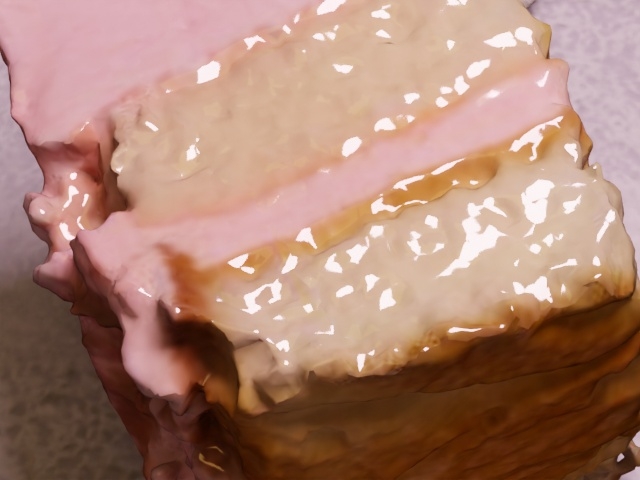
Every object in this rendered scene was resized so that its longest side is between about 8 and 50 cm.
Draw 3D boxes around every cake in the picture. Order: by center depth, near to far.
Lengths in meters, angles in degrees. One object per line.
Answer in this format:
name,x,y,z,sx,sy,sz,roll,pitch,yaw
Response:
cake,0.000,0.000,0.897,0.293,0.314,0.307,-20,62,-7

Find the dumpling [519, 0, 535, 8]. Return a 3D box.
dumpling,0.098,-0.212,1.130,0.136,0.118,0.199,31,97,6
